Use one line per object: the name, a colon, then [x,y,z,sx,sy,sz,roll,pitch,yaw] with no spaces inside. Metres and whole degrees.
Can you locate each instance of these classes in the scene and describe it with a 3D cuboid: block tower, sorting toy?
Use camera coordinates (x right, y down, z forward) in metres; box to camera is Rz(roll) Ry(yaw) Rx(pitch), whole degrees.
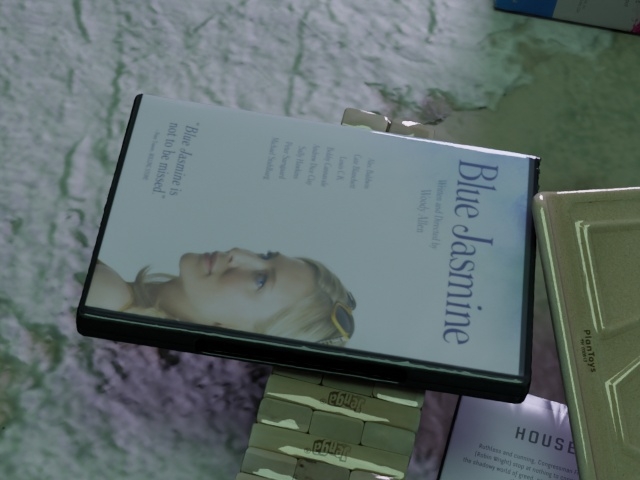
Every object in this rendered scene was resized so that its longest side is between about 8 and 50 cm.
block tower: [0.019,0.072,0.966,0.091,0.097,0.335,13,50,3]
sorting toy: [0.228,0.060,0.973,0.208,0.038,0.193,-3,74,-19]

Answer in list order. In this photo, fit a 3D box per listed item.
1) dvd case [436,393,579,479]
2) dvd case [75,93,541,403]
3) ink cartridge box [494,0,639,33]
dvd case: [0.141,0.197,0.920,0.179,0.029,0.238,16,49,5]
dvd case: [0.000,0.000,0.951,0.253,0.022,0.180,9,48,-1]
ink cartridge box: [0.258,-0.228,1.231,0.231,0.134,0.078,10,48,-1]
